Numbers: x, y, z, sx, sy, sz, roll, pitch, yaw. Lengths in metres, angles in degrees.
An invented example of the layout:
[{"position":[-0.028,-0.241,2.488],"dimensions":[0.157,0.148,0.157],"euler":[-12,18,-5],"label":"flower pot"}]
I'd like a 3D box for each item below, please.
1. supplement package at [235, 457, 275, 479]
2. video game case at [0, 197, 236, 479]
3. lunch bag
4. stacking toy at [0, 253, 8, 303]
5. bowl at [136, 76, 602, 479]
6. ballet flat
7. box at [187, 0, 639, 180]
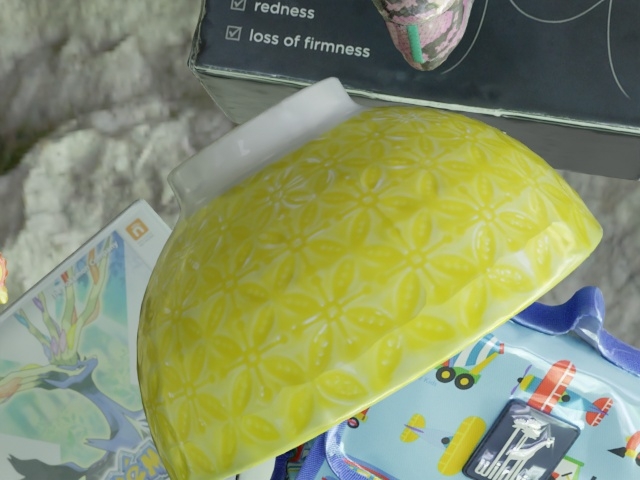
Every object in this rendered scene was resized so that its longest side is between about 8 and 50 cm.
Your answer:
[{"position":[-0.001,0.182,1.086],"dimensions":[0.134,0.244,0.139],"euler":[9,-147,-2],"label":"supplement package"},{"position":[-0.215,0.169,1.352],"dimensions":[0.329,0.036,0.300],"euler":[-41,-97,-9],"label":"video game case"},{"position":[0.106,0.133,0.807],"dimensions":[0.221,0.293,0.138],"euler":[23,-142,-4],"label":"lunch bag"},{"position":[-0.359,0.072,0.962],"dimensions":[0.167,0.052,0.221],"euler":[4,-145,43],"label":"stacking toy"},{"position":[0.000,0.000,0.749],"dimensions":[0.289,0.289,0.156],"euler":[-31,-88,-25],"label":"bowl"},{"position":[0.080,-0.181,0.873],"dimensions":[0.077,0.079,0.221],"euler":[3,-145,14],"label":"ballet flat"},{"position":[0.152,-0.339,1.336],"dimensions":[0.480,0.297,0.471],"euler":[9,-94,5],"label":"box"}]
